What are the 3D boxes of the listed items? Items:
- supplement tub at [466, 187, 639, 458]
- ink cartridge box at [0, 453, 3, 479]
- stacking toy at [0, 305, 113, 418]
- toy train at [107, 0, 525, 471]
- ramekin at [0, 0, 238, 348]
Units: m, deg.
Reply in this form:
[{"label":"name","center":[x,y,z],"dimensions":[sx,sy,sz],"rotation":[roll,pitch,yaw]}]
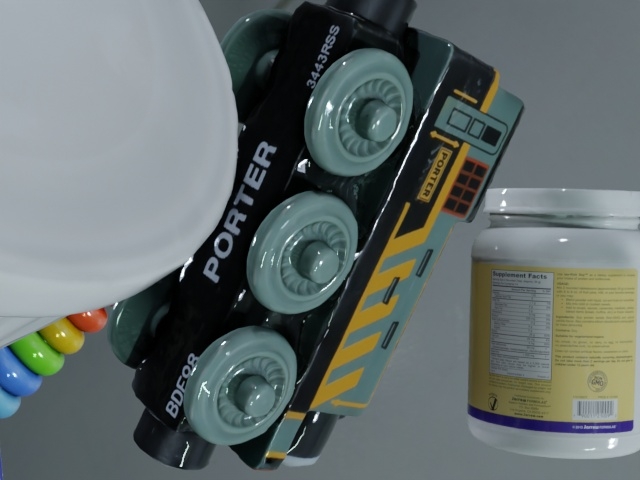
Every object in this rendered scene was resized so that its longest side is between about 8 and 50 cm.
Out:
[{"label":"supplement tub","center":[0.314,0.100,1.421],"dimensions":[0.241,0.241,0.331],"rotation":[2,91,21]},{"label":"ink cartridge box","center":[-0.416,0.207,1.078],"dimensions":[0.045,0.224,0.223],"rotation":[8,107,27]},{"label":"stacking toy","center":[-0.337,0.104,1.269],"dimensions":[0.330,0.141,0.141],"rotation":[-39,73,-4]},{"label":"toy train","center":[0.000,0.000,0.699],"dimensions":[0.142,0.190,0.334],"rotation":[31,100,45]},{"label":"ramekin","center":[-0.170,-0.072,0.387],"dimensions":[0.127,0.273,0.273],"rotation":[-35,74,29]}]
